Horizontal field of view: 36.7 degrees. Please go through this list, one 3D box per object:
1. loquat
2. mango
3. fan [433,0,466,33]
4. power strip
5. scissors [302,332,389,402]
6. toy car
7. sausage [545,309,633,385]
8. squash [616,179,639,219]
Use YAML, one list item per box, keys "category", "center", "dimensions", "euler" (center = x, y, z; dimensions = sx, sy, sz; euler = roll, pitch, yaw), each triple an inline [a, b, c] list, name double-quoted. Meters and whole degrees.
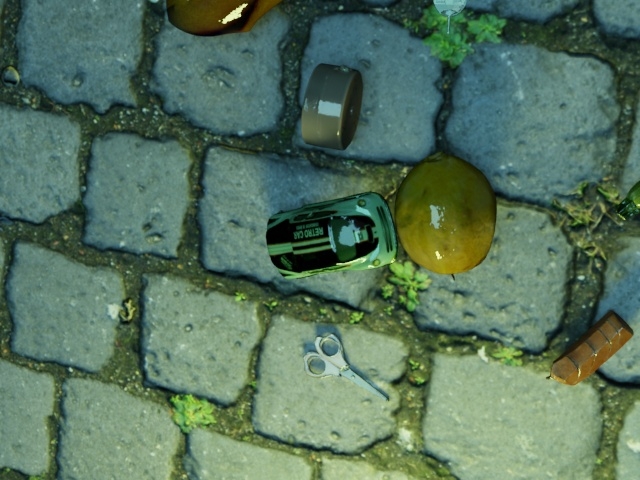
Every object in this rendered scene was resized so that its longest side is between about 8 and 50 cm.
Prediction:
- category: "loquat"
  center: [0.225, -0.041, 1.702]
  dimensions: [0.176, 0.187, 0.234]
  euler: [9, 114, 49]
- category: "mango"
  center: [-0.156, -0.488, 1.761]
  dimensions: [0.287, 0.152, 0.201]
  euler: [-31, 98, 21]
- category: "fan"
  center: [0.237, -0.419, 1.729]
  dimensions: [0.060, 0.003, 0.080]
  euler: [-25, 91, 20]
- category: "power strip"
  center: [0.021, -0.243, 1.745]
  dimensions: [0.078, 0.154, 0.154]
  euler: [12, 102, 14]
- category: "scissors"
  center: [0.055, 0.262, 1.889]
  dimensions: [0.189, 0.015, 0.100]
  euler: [34, 104, 8]
- category: "toy car"
  center: [0.000, 0.000, 1.764]
  dimensions: [0.306, 0.125, 0.136]
  euler: [-9, 97, 43]
- category: "sausage"
  center: [0.478, 0.202, 1.725]
  dimensions: [0.065, 0.065, 0.169]
  euler: [45, 109, 6]
- category: "squash"
  center: [0.616, -0.109, 1.631]
  dimensions: [0.252, 0.066, 0.066]
  euler: [-27, 91, 18]
